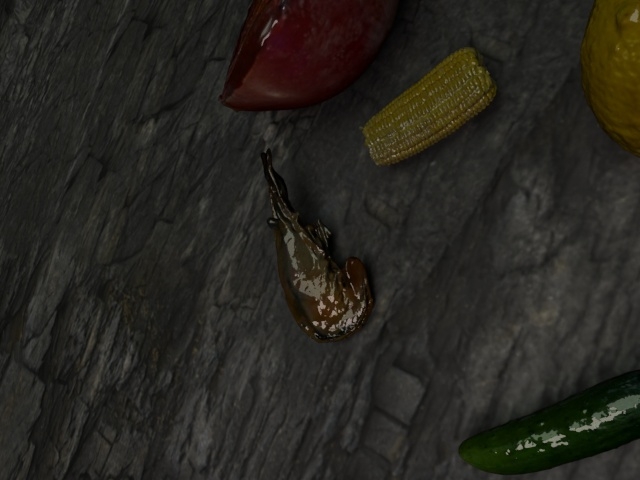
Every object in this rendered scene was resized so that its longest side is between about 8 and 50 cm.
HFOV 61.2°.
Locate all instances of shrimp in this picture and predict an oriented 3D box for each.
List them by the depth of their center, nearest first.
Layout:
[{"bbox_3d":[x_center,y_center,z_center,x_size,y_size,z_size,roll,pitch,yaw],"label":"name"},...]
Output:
[{"bbox_3d":[-0.005,0.000,0.700,0.117,0.066,0.262,-15,85,16],"label":"shrimp"}]

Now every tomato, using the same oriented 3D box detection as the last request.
[{"bbox_3d":[-0.001,-0.280,0.697,0.309,0.170,0.309,-54,24,38],"label":"tomato"}]

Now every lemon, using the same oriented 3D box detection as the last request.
[{"bbox_3d":[0.310,-0.160,0.427,0.192,0.231,0.192,-11,47,12],"label":"lemon"}]

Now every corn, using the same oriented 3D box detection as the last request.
[{"bbox_3d":[0.125,-0.154,0.642,0.165,0.063,0.085,-31,73,27],"label":"corn"}]

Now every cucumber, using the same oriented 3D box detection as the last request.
[{"bbox_3d":[0.241,0.167,0.495,0.250,0.056,0.056,-34,62,27],"label":"cucumber"}]
